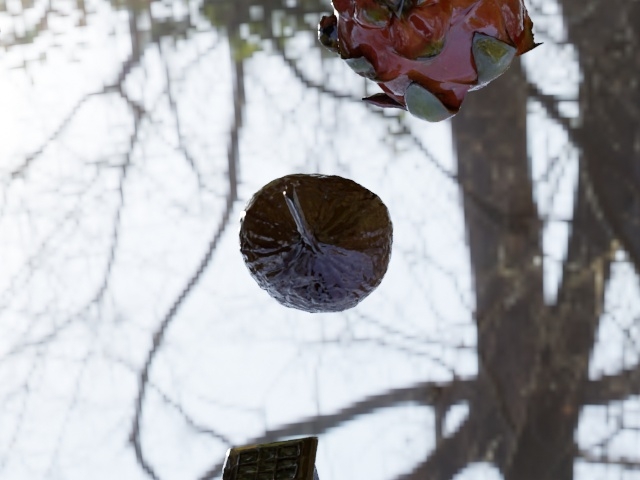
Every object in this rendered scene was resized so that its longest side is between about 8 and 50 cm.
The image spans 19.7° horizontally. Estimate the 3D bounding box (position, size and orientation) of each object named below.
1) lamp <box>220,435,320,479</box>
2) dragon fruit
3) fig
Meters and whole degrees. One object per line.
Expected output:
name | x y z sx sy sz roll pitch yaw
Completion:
lamp | -0.013 0.340 1.703 0.089 0.325 0.090 -9 -155 9
dragon fruit | 0.106 -0.244 1.959 0.227 0.224 0.224 19 -172 -40
fig | 0.000 0.000 1.668 0.146 0.134 0.201 -7 178 -5
